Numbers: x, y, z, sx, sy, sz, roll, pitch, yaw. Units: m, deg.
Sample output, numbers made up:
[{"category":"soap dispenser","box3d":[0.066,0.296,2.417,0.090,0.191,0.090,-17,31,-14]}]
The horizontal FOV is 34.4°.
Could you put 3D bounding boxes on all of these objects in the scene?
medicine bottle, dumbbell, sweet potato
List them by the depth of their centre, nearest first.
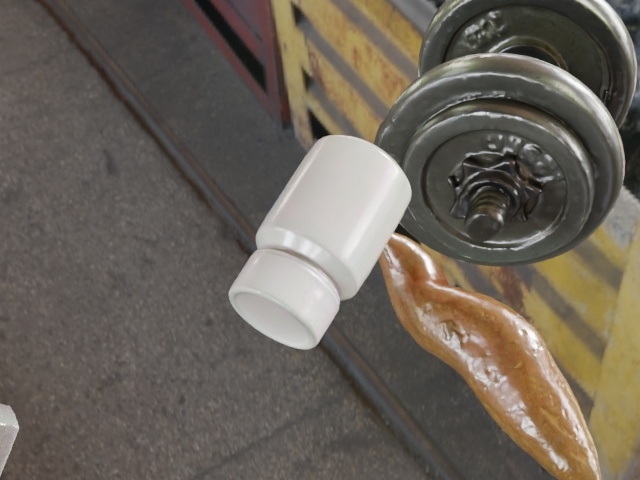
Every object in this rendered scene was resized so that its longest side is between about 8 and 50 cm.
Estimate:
[{"category":"medicine bottle","box3d":[0.000,0.000,0.457,0.052,0.052,0.089,21,63,21]},{"category":"sweet potato","box3d":[0.103,0.068,0.627,0.058,0.055,0.202,-40,65,-3]},{"category":"dumbbell","box3d":[0.154,-0.099,0.838,0.192,0.192,0.290,10,42,13]}]

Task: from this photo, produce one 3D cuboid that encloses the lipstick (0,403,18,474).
[{"category":"lipstick","box3d":[-0.473,0.358,1.309,0.066,0.317,0.068,20,8,-31]}]
